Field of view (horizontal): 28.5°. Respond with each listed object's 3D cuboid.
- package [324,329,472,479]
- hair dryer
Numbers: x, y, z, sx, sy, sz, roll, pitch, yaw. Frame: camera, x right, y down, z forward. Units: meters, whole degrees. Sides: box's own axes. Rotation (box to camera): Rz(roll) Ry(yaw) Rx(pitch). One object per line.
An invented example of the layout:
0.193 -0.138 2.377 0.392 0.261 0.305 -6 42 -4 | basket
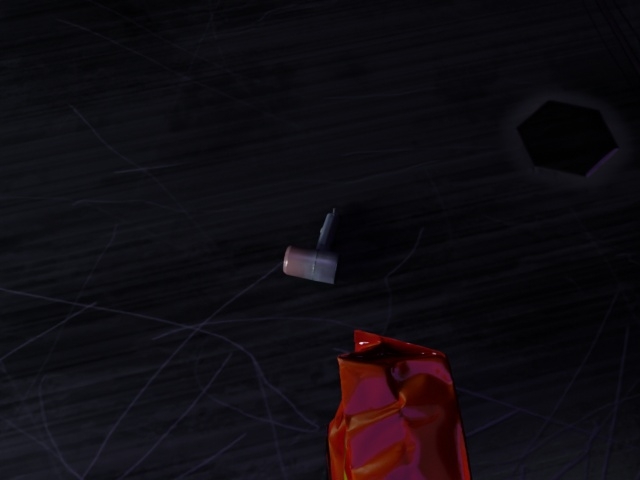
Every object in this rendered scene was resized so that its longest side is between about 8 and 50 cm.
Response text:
0.079 0.302 1.190 0.123 0.196 0.423 -3 56 -4 | package
0.000 0.000 1.502 0.063 0.037 0.114 11 48 9 | hair dryer
